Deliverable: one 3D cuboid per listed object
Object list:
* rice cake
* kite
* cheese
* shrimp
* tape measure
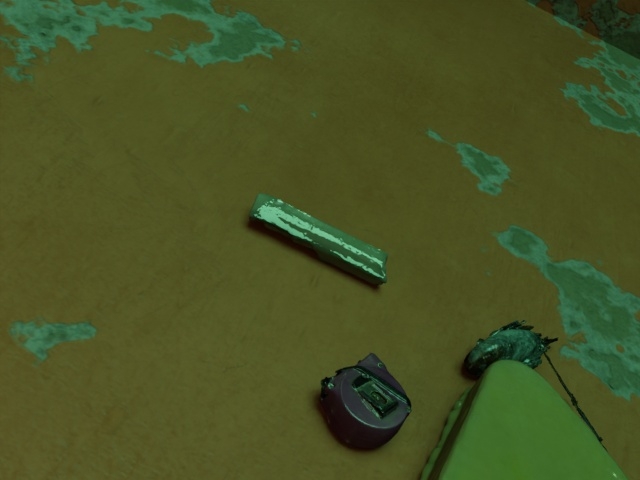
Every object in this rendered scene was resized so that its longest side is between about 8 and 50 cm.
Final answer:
[{"bbox_3d":[0.000,0.000,1.423,0.256,0.052,0.057,26,43,-2],"label":"rice cake"},{"bbox_3d":[0.394,0.253,1.319,0.182,0.010,0.160,59,11,10],"label":"kite"},{"bbox_3d":[0.289,0.328,1.195,0.384,0.104,0.383,15,41,-14],"label":"cheese"},{"bbox_3d":[0.327,0.181,1.400,0.233,0.079,0.090,-5,54,-39],"label":"shrimp"},{"bbox_3d":[0.062,0.227,1.199,0.125,0.074,0.118,43,43,21],"label":"tape measure"}]
